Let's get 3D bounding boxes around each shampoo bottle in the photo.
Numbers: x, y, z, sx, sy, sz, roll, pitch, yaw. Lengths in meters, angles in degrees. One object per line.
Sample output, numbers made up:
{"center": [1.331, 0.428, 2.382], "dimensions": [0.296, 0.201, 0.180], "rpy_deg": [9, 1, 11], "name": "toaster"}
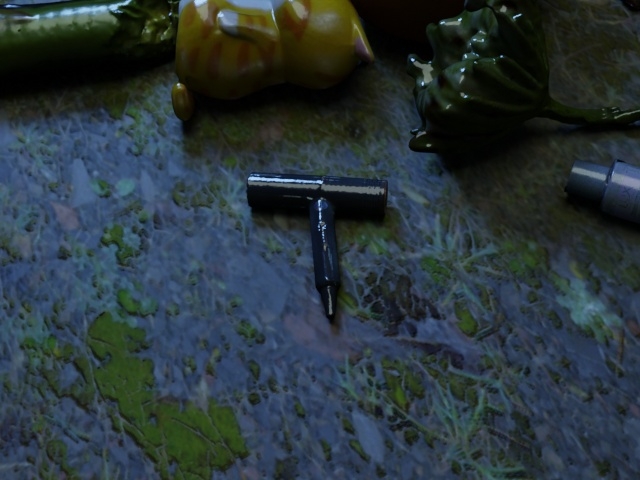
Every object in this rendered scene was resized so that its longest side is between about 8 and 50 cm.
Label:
{"center": [0.399, -0.048, 1.182], "dimensions": [0.214, 0.072, 0.072], "rpy_deg": [19, 56, 17], "name": "shampoo bottle"}

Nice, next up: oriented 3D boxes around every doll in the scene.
{"center": [-0.072, -0.269, 1.323], "dimensions": [0.269, 0.162, 0.167], "rpy_deg": [-10, 22, 2], "name": "doll"}

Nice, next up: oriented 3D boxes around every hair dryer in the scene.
{"center": [-0.015, 0.003, 1.183], "dimensions": [0.173, 0.050, 0.195], "rpy_deg": [4, 56, 10], "name": "hair dryer"}

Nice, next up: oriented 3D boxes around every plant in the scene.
{"center": [0.267, -0.163, 1.236], "dimensions": [0.333, 0.251, 0.180], "rpy_deg": [29, 38, -11], "name": "plant"}

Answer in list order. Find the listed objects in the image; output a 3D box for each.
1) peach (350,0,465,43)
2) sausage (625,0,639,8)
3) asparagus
{"center": [0.164, -0.445, 1.349], "dimensions": [0.342, 0.302, 0.343], "rpy_deg": [-2, 50, 3], "name": "peach"}
{"center": [0.436, -0.413, 1.478], "dimensions": [0.043, 0.043, 0.186], "rpy_deg": [-12, 53, -6], "name": "sausage"}
{"center": [-0.327, -0.284, 1.374], "dimensions": [0.382, 0.128, 0.108], "rpy_deg": [-8, 87, -4], "name": "asparagus"}
